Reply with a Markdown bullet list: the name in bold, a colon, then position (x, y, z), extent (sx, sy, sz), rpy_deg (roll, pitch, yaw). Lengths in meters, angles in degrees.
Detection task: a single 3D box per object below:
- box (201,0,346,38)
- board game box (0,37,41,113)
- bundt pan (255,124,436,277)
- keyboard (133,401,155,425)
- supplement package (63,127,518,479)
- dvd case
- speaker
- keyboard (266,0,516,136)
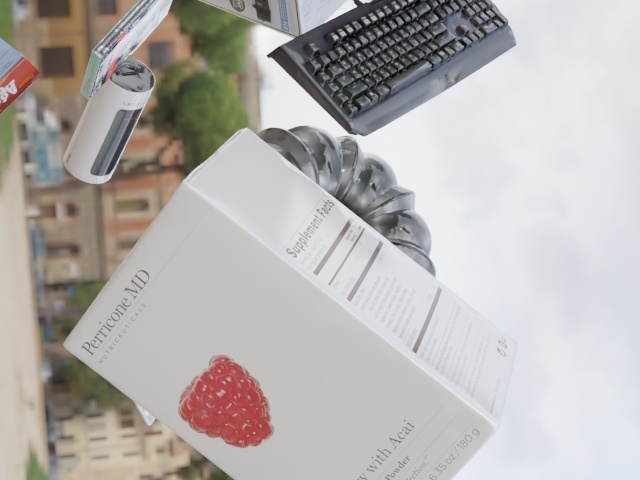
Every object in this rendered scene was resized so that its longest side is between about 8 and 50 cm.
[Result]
- **box**: position (-0.094, -0.390, 1.993), extent (0.290, 0.169, 0.087), rpy_deg (26, -34, 28)
- **board game box**: position (-0.364, -0.069, 1.188), extent (0.145, 0.281, 0.027), rpy_deg (37, -11, 42)
- **bundt pan**: position (0.000, 0.000, 1.745), extent (0.124, 0.331, 0.331), rpy_deg (-42, -131, 47)
- **keyboard**: position (-0.173, 0.124, 1.801), extent (0.072, 0.014, 0.256), rpy_deg (70, 27, -23)
- **supplement package**: position (-0.017, 0.082, 1.165), extent (0.177, 0.293, 0.175), rpy_deg (-52, -179, 22)
- **dvd case**: position (-0.168, -0.186, 1.315), extent (0.119, 0.013, 0.087), rpy_deg (-51, 180, -24)
- **speaker**: position (-0.216, -0.123, 1.505), extent (0.136, 0.055, 0.055), rpy_deg (-57, -146, 39)
- **keyboard**: position (0.058, -0.222, 1.451), extent (0.201, 0.317, 0.033), rpy_deg (45, -49, 10)
